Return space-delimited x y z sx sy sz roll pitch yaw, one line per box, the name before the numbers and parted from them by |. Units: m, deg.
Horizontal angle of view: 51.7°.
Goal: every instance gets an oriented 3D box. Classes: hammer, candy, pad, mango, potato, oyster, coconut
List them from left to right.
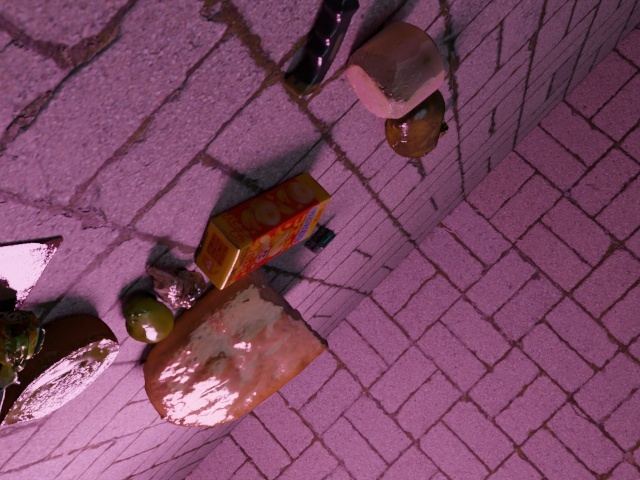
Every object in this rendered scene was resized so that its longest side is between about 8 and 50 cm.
pad | -0.447 0.063 0.829 0.158 0.003 0.235 -50 164 22
candy | -0.463 0.207 0.969 0.077 0.073 0.262 -29 150 -57
mango | -0.329 0.152 1.257 0.091 0.074 0.165 -40 164 -9
oyster | -0.267 0.097 1.254 0.106 0.061 0.200 -70 163 10
candy | -0.113 -0.024 1.331 0.276 0.088 0.146 -32 160 -43
hammer | 0.016 -0.313 0.971 0.158 0.041 0.227 -28 158 -42
coconut | 0.137 -0.300 1.145 0.152 0.147 0.147 -38 165 -14
potato | 0.213 -0.271 1.493 0.149 0.113 0.251 -36 157 -2

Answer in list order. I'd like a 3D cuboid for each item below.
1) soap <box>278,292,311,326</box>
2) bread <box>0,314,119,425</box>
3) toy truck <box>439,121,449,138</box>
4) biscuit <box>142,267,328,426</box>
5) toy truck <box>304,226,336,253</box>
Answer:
soap | -0.193 0.302 1.891 0.335 0.156 0.293 -45 168 -1
bread | -0.453 0.220 1.117 0.236 0.070 0.236 -41 167 -12
toy truck | 0.309 -0.295 1.805 0.083 0.049 0.054 -40 166 -11
biscuit | -0.214 0.284 1.613 0.446 0.104 0.429 -37 139 -10
toy truck | 0.000 0.000 1.793 0.083 0.044 0.039 -45 163 2
